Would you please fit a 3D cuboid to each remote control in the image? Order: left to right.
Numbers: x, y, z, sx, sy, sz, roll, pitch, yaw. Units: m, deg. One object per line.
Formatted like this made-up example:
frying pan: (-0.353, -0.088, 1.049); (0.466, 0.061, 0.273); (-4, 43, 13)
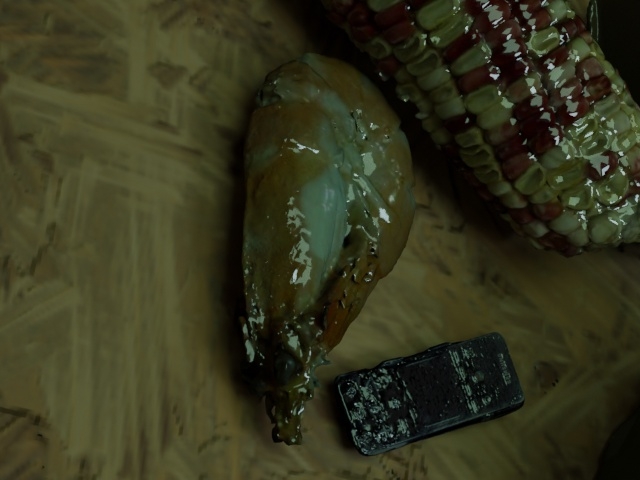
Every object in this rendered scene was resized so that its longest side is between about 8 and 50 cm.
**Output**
remote control: (0.047, 0.068, 0.837); (0.096, 0.014, 0.039); (-13, 80, -34)

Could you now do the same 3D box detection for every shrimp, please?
shrimp: (0.000, 0.000, 0.813); (0.091, 0.043, 0.184); (28, 59, -26)

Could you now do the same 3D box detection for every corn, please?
corn: (0.059, -0.108, 0.858); (0.098, 0.098, 0.290); (-43, 100, -36)

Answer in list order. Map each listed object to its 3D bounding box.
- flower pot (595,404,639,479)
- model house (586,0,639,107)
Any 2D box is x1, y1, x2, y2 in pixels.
flower pot: (0.241, 0.133, 0.831); (0.202, 0.212, 0.212); (41, 56, -6)
model house: (0.251, -0.004, 0.922); (0.181, 0.176, 0.248); (-3, 91, -33)
